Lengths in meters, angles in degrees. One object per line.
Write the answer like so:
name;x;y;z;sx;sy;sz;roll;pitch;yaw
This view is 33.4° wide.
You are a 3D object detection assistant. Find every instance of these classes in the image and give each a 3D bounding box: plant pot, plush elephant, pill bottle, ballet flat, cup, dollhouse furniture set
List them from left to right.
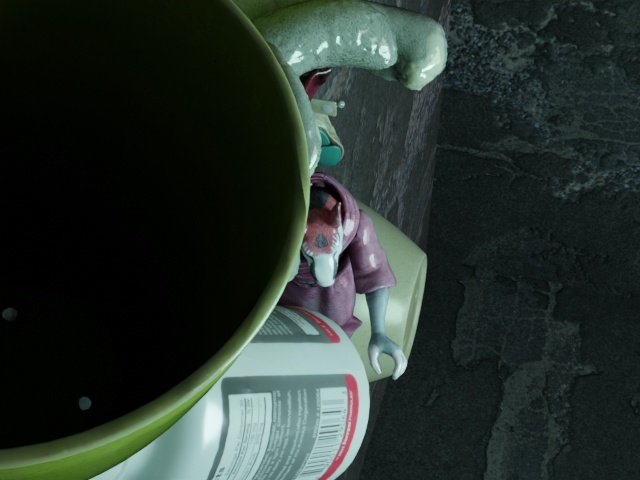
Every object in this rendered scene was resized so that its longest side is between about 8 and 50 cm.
plant pot;-0.167;0.028;0.570;0.293;0.274;0.275;113;-4;-60
pill bottle;-0.113;0.136;0.879;0.318;0.176;0.176;8;93;-54
plush elephant;-0.077;-0.081;0.839;0.330;0.271;0.256;25;60;-50
dollhouse furniture set;-0.012;-0.206;1.460;0.114;0.081;0.091;88;17;-50
ballet flat;0.006;-0.167;1.664;0.168;0.057;0.052;65;29;-72
cup;0.017;0.078;1.497;0.331;0.236;0.331;12;90;-78

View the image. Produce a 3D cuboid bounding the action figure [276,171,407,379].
action figure;0.000;0.000;1.179;0.370;0.248;0.276;118;-7;-73
